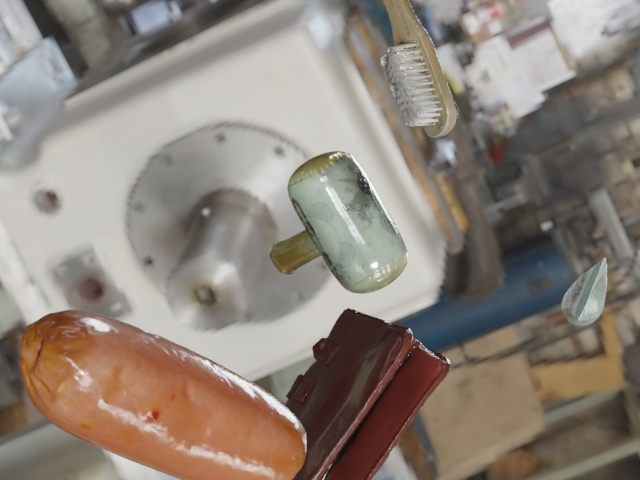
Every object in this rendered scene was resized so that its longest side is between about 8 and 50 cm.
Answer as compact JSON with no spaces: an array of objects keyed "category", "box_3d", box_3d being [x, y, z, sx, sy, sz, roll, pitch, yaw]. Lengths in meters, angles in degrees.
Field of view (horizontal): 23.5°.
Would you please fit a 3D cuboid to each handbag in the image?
[{"category":"handbag","box_3d":[0.022,0.212,1.892,0.084,0.260,0.275,36,-10,-17]}]

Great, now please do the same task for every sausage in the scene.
[{"category":"sausage","box_3d":[-0.137,0.136,1.287,0.259,0.113,0.114,29,34,-33]}]

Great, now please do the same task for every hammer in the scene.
[{"category":"hammer","box_3d":[0.000,0.000,2.177,0.202,0.113,0.305,63,-27,3]}]

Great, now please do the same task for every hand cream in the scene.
[{"category":"hand cream","box_3d":[0.360,0.080,2.066,0.058,0.085,0.331,26,-3,7]}]

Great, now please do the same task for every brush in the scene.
[{"category":"brush","box_3d":[0.105,-0.292,2.134,0.065,0.070,0.327,-6,70,-32]}]
